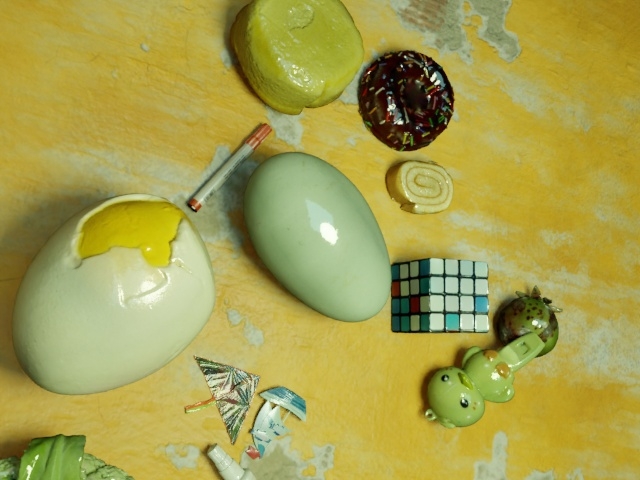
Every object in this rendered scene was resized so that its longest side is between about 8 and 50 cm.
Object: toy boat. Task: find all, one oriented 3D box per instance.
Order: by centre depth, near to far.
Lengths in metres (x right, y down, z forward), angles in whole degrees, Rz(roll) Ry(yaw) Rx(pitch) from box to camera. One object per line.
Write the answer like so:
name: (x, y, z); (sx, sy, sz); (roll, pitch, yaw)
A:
toy boat: (-0.098, 0.348, 1.271); (0.149, 0.034, 0.105); (-34, 102, -11)

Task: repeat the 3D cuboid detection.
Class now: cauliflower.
cauliflower: (-0.413, 0.440, 0.979); (0.239, 0.315, 0.256); (-41, 116, 17)

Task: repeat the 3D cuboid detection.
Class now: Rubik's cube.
Rubik's cube: (0.253, 0.121, 1.386); (0.155, 0.151, 0.154); (3, 81, -23)

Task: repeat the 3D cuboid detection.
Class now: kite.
kite: (-0.183, 0.296, 1.242); (0.159, 0.010, 0.190); (-25, 94, -24)

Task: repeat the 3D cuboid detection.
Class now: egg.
egg: (-0.333, 0.092, 1.050); (0.345, 0.283, 0.283); (-43, 102, -17)
egg: (0.000, 0.000, 1.241); (0.230, 0.230, 0.371); (-42, 108, -23)

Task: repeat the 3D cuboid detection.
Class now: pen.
pen: (-0.177, -0.147, 1.286); (0.028, 0.028, 0.239); (44, 69, -14)

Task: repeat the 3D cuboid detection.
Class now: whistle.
whistle: (0.342, 0.289, 1.379); (0.294, 0.141, 0.141); (-41, 103, 6)

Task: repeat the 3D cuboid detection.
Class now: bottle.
bottle: (-0.137, 0.469, 1.215); (0.060, 0.060, 0.217); (-40, 102, -23)

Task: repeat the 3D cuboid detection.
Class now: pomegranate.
pomegranate: (0.487, 0.186, 1.495); (0.148, 0.148, 0.169); (43, 63, -14)

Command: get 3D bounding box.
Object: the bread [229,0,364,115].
bread: (-0.043, -0.393, 1.313); (0.270, 0.148, 0.270); (5, 78, -26)

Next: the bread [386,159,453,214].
bread: (0.225, -0.116, 1.442); (0.149, 0.073, 0.122); (4, 84, -24)

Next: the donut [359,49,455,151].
donut: (0.199, -0.318, 1.447); (0.235, 0.089, 0.235); (2, 84, -23)
